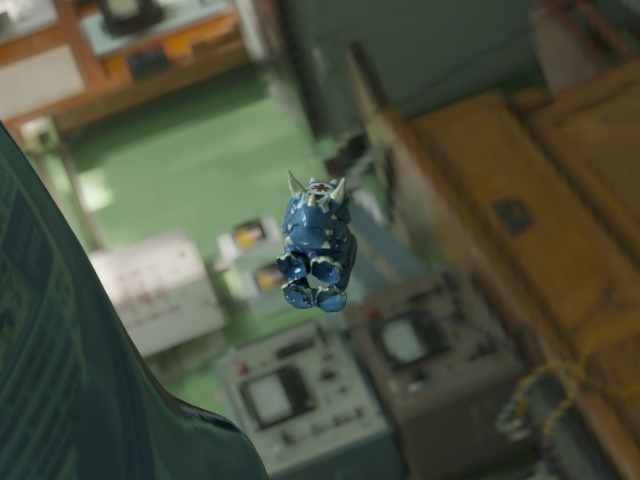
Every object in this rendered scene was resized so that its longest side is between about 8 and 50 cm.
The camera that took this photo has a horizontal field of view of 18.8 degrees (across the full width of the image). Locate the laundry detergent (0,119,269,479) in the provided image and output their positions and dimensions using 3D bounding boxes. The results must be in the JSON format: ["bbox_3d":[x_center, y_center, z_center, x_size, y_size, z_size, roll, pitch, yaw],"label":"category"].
[{"bbox_3d":[-0.062,0.041,0.349,0.206,0.061,0.096,56,-149,-34],"label":"laundry detergent"}]

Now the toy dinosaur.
[{"bbox_3d":[0.000,0.000,0.866,0.083,0.031,0.047,81,-160,-59],"label":"toy dinosaur"}]
